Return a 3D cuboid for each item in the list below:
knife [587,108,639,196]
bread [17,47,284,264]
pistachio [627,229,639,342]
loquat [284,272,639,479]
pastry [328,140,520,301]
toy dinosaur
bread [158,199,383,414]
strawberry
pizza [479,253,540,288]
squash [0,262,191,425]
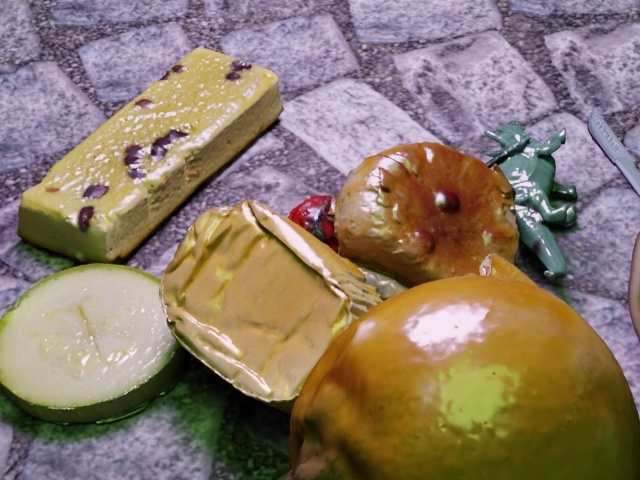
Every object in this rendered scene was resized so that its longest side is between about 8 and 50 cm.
[{"bbox_3d":[0.376,-0.096,1.760,0.028,0.015,0.210,-20,45,-8],"label":"knife"},{"bbox_3d":[-0.204,-0.107,1.748,0.138,0.077,0.361,24,50,26],"label":"bread"},{"bbox_3d":[0.401,0.060,1.513,0.153,0.138,0.238,27,41,-20],"label":"pistachio"},{"bbox_3d":[0.125,0.190,1.254,0.328,0.328,0.328,-1,44,1],"label":"loquat"},{"bbox_3d":[0.125,-0.010,1.578,0.229,0.100,0.218,-34,82,-35],"label":"pastry"},{"bbox_3d":[0.262,-0.048,1.672,0.120,0.079,0.292,-17,43,-7],"label":"toy dinosaur"},{"bbox_3d":[-0.044,0.074,1.488,0.250,0.133,0.179,33,84,31],"label":"bread"},{"bbox_3d":[-0.001,-0.001,1.626,0.106,0.106,0.106,-1,44,1],"label":"strawberry"},{"bbox_3d":[0.218,0.125,1.474,0.127,0.058,0.246,-12,65,-41],"label":"pizza"},{"bbox_3d":[-0.252,0.107,1.553,0.219,0.041,0.219,-1,43,1],"label":"squash"}]
